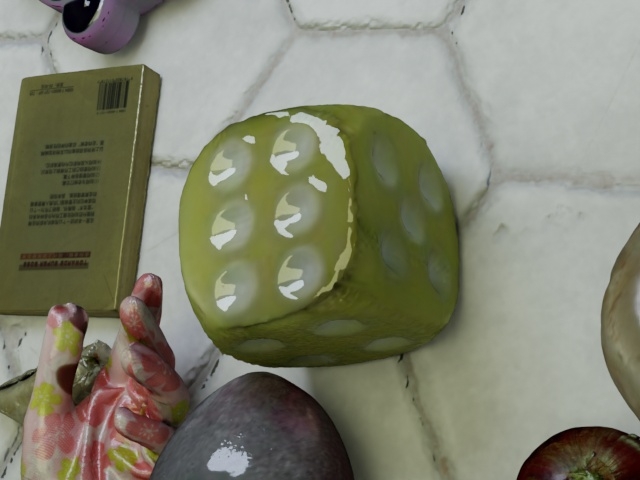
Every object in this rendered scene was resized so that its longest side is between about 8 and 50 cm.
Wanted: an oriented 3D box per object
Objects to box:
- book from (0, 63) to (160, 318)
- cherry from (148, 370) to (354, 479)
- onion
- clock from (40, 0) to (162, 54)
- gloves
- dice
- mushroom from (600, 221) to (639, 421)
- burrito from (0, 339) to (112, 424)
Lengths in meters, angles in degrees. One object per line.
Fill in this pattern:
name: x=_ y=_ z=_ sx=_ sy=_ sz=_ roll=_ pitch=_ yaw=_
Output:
book: x=-0.227 y=-0.044 z=1.541 sx=0.161 sy=0.026 sz=0.231 roll=-1 pitch=77 yaw=34
cherry: x=-0.055 y=0.195 z=1.300 sx=0.176 sy=0.140 sz=0.176 roll=-19 pitch=45 yaw=19
onion: x=0.190 y=0.184 z=1.166 sx=0.117 sy=0.118 sz=0.118 roll=-37 pitch=54 yaw=-19
clock: x=-0.187 y=-0.316 z=1.551 sx=0.227 sy=0.090 sz=0.248 roll=45 pitch=104 yaw=33
gloves: x=-0.168 y=0.143 z=1.395 sx=0.145 sy=0.126 sz=0.241 roll=30 pitch=97 yaw=46
dice: x=0.000 y=0.000 z=1.294 sx=0.166 sy=0.169 sz=0.169 roll=-15 pitch=69 yaw=29
mushroom: x=0.301 y=0.011 z=1.015 sx=0.297 sy=0.290 sz=0.297 roll=-20 pitch=46 yaw=22
burrito: x=-0.241 y=0.134 z=1.492 sx=0.149 sy=0.041 sz=0.055 roll=-27 pitch=62 yaw=26
